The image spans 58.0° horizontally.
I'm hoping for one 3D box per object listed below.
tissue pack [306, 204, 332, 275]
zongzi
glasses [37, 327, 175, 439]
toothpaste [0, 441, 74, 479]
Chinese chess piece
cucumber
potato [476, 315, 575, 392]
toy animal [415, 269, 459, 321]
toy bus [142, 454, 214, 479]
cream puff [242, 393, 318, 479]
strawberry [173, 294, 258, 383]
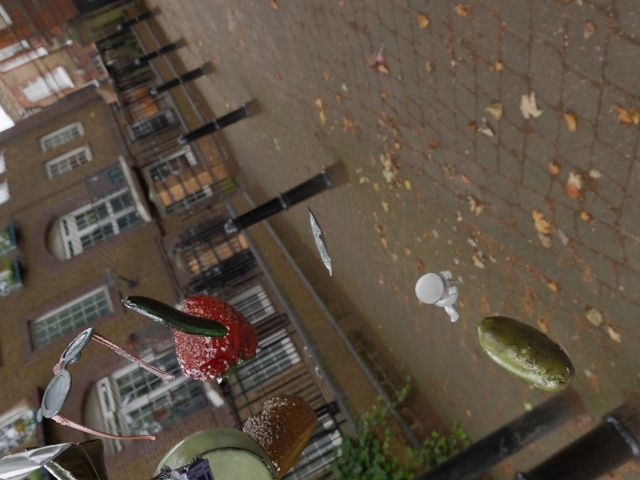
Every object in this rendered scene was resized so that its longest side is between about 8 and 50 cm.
[{"bbox_3d":[0.000,0.000,1.680,0.193,0.026,0.122,71,-177,-48],"label":"tissue pack"},{"bbox_3d":[-0.753,0.724,1.734,0.241,0.111,0.247,16,-149,-45],"label":"zongzi"},{"bbox_3d":[-0.502,0.357,1.363,0.268,0.118,0.234,41,-147,-28],"label":"glasses"},{"bbox_3d":[-0.780,0.590,1.542,0.100,0.323,0.066,-31,-85,-56],"label":"toothpaste"},{"bbox_3d":[-0.289,0.694,1.581,0.349,0.349,0.146,65,163,-15],"label":"Chinese chess piece"},{"bbox_3d":[-0.346,0.190,1.405,0.284,0.056,0.056,26,-164,-35],"label":"cucumber"},{"bbox_3d":[0.487,0.264,1.387,0.251,0.149,0.113,40,134,25],"label":"potato"},{"bbox_3d":[0.416,0.175,1.878,0.221,0.131,0.103,27,-155,-47],"label":"toy animal"},{"bbox_3d":[-0.292,0.492,1.160,0.073,0.167,0.076,-17,-100,-56],"label":"toy bus"},{"bbox_3d":[-0.149,0.654,1.947,0.212,0.303,0.303,32,161,18],"label":"cream puff"},{"bbox_3d":[-0.347,0.300,1.802,0.277,0.257,0.257,51,170,10],"label":"strawberry"}]
